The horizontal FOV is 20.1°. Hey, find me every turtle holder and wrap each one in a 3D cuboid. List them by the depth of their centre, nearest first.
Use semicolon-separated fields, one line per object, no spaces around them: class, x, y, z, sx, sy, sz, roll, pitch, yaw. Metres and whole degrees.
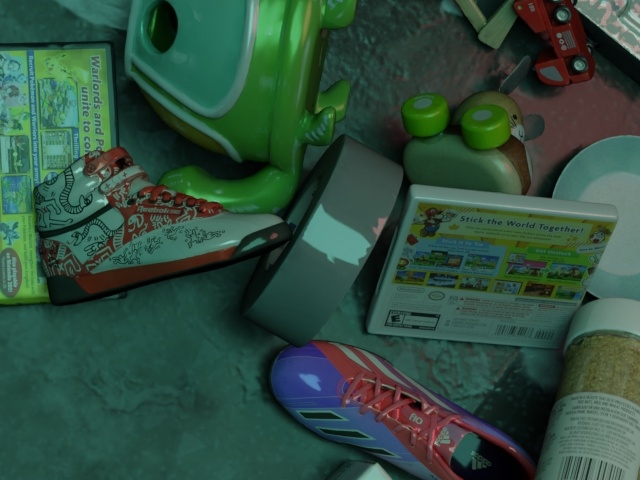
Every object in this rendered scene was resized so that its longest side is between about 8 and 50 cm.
turtle holder;-0.082;-0.184;1.881;0.227;0.320;0.243;11;37;2

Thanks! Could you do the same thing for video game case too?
video game case;-0.334;-0.068;1.883;0.248;0.035;0.274;-3;89;-13
video game case;0.180;0.031;1.928;0.227;0.206;0.026;6;43;-12

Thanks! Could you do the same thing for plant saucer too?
plant saucer;0.346;-0.020;2.039;0.195;0.037;0.195;1;83;-12

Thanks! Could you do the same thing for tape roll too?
tape roll;0.000;0.000;1.865;0.072;0.219;0.219;29;79;-7

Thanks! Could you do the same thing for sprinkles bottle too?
sprinkles bottle;0.284;0.227;1.860;0.121;0.121;0.355;28;52;-9

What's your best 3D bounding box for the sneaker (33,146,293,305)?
sneaker;-0.167;-0.031;1.807;0.270;0.090;0.145;-14;86;21

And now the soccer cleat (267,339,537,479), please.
soccer cleat;0.095;0.195;1.918;0.318;0.116;0.108;29;79;-9

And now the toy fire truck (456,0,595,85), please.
toy fire truck;0.217;-0.253;2.008;0.135;0.047;0.192;-11;117;26

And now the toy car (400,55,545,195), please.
toy car;0.194;-0.113;1.968;0.188;0.149;0.155;-43;134;-36

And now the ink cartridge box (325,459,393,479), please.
ink cartridge box;0.065;0.394;1.892;0.198;0.115;0.273;-43;95;-13

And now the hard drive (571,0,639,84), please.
hard drive;0.396;-0.372;2.074;0.237;0.064;0.339;39;78;-6
